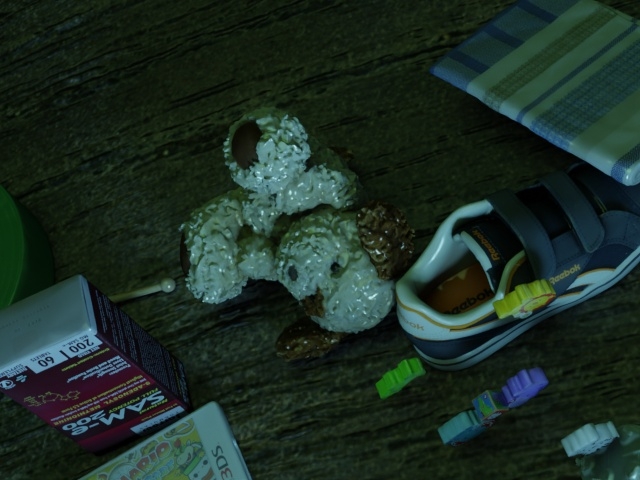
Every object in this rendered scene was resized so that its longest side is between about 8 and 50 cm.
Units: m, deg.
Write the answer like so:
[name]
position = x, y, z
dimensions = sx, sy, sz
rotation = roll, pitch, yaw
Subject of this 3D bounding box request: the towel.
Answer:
[towel]
position = 0.286, -0.173, 1.742
dimensions = 0.209, 0.034, 0.285
rotation = -38, 51, -25

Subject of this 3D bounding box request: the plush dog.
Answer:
[plush dog]
position = 0.000, 0.000, 1.743
dimensions = 0.225, 0.211, 0.262
rotation = 55, 136, 24

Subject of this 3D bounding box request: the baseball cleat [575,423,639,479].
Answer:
[baseball cleat]
position = 0.341, 0.204, 1.525
dimensions = 0.206, 0.109, 0.072
rotation = -27, 45, 46

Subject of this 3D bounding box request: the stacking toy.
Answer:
[stacking toy]
position = 0.168, 0.162, 1.591
dimensions = 0.221, 0.052, 0.167
rotation = -37, 65, 32

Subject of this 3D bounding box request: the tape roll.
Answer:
[tape roll]
position = -0.478, 0.065, 1.977
dimensions = 0.321, 0.077, 0.321
rotation = -11, 60, 19

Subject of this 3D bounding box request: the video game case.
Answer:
[video game case]
position = -0.170, 0.307, 1.730
dimensions = 0.227, 0.026, 0.206
rotation = -31, 54, 7

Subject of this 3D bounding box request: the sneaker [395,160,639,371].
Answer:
[sneaker]
position = 0.218, 0.005, 1.660
dimensions = 0.321, 0.127, 0.126
rotation = -38, 53, 0

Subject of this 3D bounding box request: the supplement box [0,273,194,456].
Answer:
[supplement box]
position = -0.245, 0.137, 1.727
dimensions = 0.130, 0.239, 0.073
rotation = -24, 57, 11

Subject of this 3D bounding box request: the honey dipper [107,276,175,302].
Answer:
[honey dipper]
position = -0.242, 0.070, 1.896
dimensions = 0.161, 0.030, 0.030
rotation = -14, 58, 13
